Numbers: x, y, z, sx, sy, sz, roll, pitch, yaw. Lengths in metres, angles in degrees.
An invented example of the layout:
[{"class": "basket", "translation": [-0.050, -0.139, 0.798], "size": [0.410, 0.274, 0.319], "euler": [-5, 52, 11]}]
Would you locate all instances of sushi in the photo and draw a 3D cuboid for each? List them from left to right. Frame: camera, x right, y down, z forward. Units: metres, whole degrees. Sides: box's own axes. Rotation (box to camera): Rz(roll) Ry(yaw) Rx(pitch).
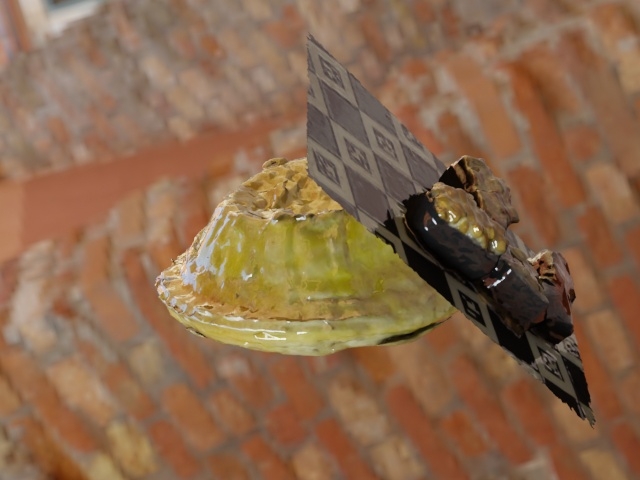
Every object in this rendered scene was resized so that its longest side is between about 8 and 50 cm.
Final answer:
[{"class": "sushi", "translation": [0.100, -0.016, 1.233], "size": [0.279, 0.043, 0.192], "euler": [43, -157, -24]}]

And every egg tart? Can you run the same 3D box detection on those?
[{"class": "egg tart", "translation": [0.000, 0.000, 1.581], "size": [0.290, 0.290, 0.115], "euler": [-110, 12, -71]}]
